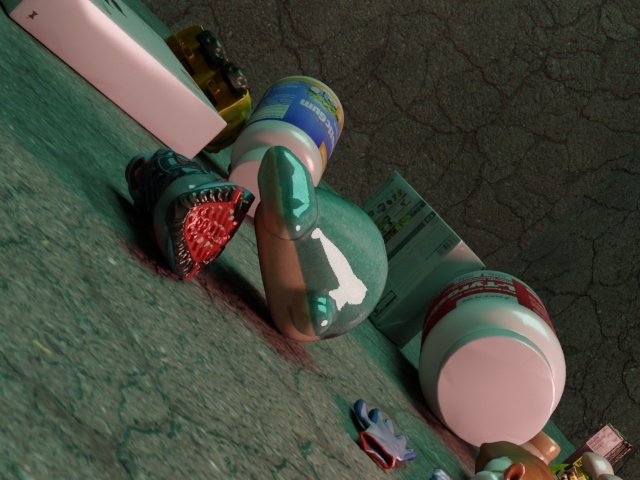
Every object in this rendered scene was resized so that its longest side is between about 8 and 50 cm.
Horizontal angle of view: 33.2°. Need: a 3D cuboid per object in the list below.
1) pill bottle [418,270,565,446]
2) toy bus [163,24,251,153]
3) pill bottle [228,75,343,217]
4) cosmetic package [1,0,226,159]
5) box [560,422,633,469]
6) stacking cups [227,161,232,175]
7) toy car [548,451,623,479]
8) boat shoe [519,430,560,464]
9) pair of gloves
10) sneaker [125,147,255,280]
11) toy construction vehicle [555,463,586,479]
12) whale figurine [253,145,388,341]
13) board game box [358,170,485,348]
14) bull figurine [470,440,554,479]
[{"bbox_3d":[0.276,0.191,1.748,0.229,0.229,0.407,46,10,-2],"label":"pill bottle"},{"bbox_3d":[-0.195,-0.227,1.857,0.220,0.149,0.211,53,-7,37],"label":"toy bus"},{"bbox_3d":[-0.060,-0.151,1.774,0.152,0.152,0.272,45,33,-16],"label":"pill bottle"},{"bbox_3d":[-0.329,-0.310,1.578,0.377,0.097,0.284,41,11,-47],"label":"cosmetic package"},{"bbox_3d":[0.458,0.403,1.885,0.045,0.191,0.184,50,7,22],"label":"box"},{"bbox_3d":[-0.037,-0.030,1.867,0.316,0.096,0.096,44,5,13],"label":"stacking cups"},{"bbox_3d":[0.373,0.406,1.602,0.182,0.159,0.136,-114,-166,-76],"label":"toy car"},{"bbox_3d":[0.343,0.329,1.959,0.121,0.110,0.341,44,6,-23],"label":"boat shoe"},{"bbox_3d":[0.104,0.253,1.165,0.198,0.023,0.159,46,7,3],"label":"pair of gloves"},{"bbox_3d":[-0.149,-0.035,1.072,0.125,0.104,0.262,30,1,1],"label":"sneaker"},{"bbox_3d":[0.346,0.334,1.398,0.098,0.035,0.086,56,4,-19],"label":"toy construction vehicle"},{"bbox_3d":[0.000,0.000,1.176,0.272,0.141,0.216,78,3,-61],"label":"whale figurine"},{"bbox_3d":[0.149,0.029,2.063,0.097,0.224,0.303,41,8,-37],"label":"board game box"},{"bbox_3d":[0.260,0.336,1.354,0.188,0.101,0.310,51,8,2],"label":"bull figurine"}]
